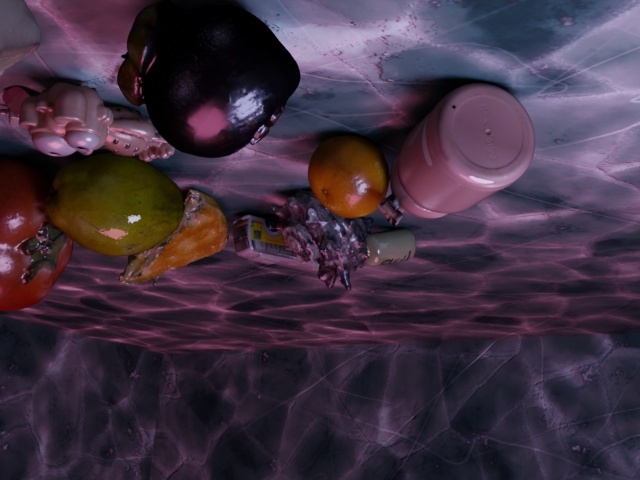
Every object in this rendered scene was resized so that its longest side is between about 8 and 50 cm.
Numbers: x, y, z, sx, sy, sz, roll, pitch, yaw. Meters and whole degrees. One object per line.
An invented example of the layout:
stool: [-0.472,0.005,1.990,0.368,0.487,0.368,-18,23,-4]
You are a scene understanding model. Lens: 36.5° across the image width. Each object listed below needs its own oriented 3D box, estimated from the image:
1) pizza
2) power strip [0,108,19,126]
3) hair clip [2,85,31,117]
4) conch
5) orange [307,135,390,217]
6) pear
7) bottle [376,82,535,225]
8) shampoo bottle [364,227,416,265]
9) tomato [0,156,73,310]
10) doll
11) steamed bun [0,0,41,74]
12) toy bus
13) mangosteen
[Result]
pizza: [-0.341,0.002,2.197,0.287,0.075,0.280,-32,158,-15]
power strip: [-0.490,-0.216,1.755,0.191,0.030,0.047,8,163,-17]
hair clip: [-0.492,-0.219,1.696,0.054,0.022,0.137,-25,139,25]
conch: [-0.004,-0.013,2.132,0.240,0.186,0.313,31,-178,0]
orange: [0.056,-0.120,1.773,0.136,0.159,0.159,-34,-176,-29]
pear: [-0.404,-0.071,1.929,0.269,0.212,0.212,8,164,-18]
bottle: [0.205,-0.125,1.616,0.173,0.206,0.297,50,161,-1]
shampoo bottle: [0.142,0.018,2.278,0.162,0.079,0.079,-9,173,-32]
tomato: [-0.669,-0.020,2.004,0.321,0.322,0.321,4,165,1]
doll: [-0.370,-0.192,1.661,0.278,0.119,0.154,12,167,-43]
steamed bun: [-0.543,-0.267,1.212,0.309,0.219,0.324,-32,-165,-37]
toy bus: [-0.084,0.010,2.334,0.268,0.106,0.092,15,160,-34]
mangosteen: [-0.158,-0.226,1.338,0.243,0.243,0.243,4,165,1]
